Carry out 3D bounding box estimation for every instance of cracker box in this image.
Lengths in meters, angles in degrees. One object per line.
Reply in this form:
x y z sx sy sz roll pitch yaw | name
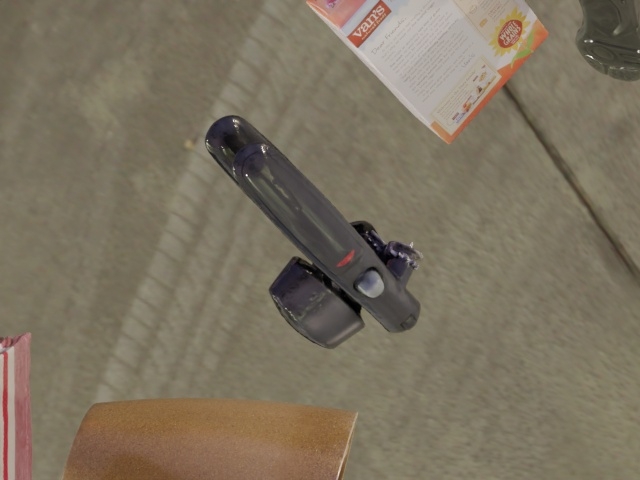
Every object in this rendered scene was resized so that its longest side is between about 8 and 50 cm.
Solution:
0.110 -0.218 1.447 0.156 0.232 0.067 -47 50 2 | cracker box

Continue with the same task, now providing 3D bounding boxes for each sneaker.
0.300 -0.252 1.436 0.087 0.227 0.130 18 68 26 | sneaker

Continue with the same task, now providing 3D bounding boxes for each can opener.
0.000 0.000 0.729 0.059 0.186 0.073 35 79 35 | can opener

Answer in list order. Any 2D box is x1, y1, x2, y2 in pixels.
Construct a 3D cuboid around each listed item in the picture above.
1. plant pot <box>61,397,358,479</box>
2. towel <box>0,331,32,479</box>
-0.115 0.250 1.434 0.254 0.237 0.237 14 85 5 | plant pot
-0.282 0.216 1.149 0.037 0.329 0.237 1 98 4 | towel
